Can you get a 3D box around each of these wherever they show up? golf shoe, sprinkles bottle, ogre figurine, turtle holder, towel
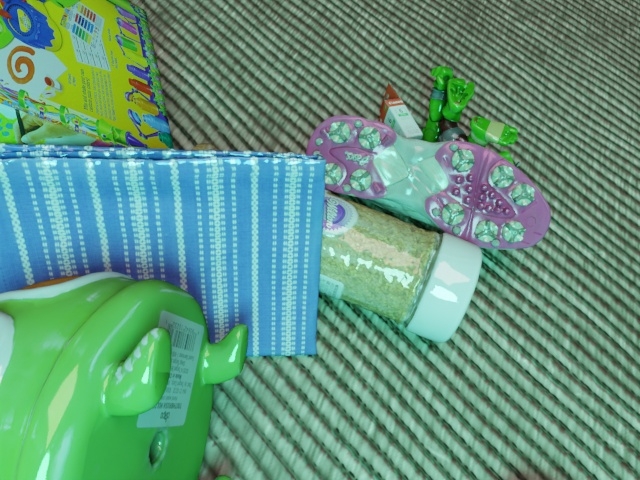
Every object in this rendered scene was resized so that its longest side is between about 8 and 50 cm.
[{"bbox_3d":[0.136,-0.076,0.670,0.306,0.140,0.115,23,96,6],"label":"golf shoe"},{"bbox_3d":[0.000,0.000,0.614,0.355,0.121,0.121,21,57,6],"label":"sprinkles bottle"},{"bbox_3d":[0.194,-0.141,0.732,0.097,0.118,0.197,-31,68,-29],"label":"ogre figurine"},{"bbox_3d":[-0.206,0.184,0.428,0.227,0.320,0.243,5,13,12],"label":"turtle holder"},{"bbox_3d":[-0.163,0.027,0.514,0.336,0.243,0.040,-1,27,-8],"label":"towel"}]

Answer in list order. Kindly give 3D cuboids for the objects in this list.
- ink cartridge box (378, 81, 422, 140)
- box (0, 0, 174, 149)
[{"bbox_3d":[0.107,-0.173,0.773,0.029,0.063,0.115,-14,60,-18],"label":"ink cartridge box"},{"bbox_3d":[-0.340,-0.178,0.569,0.279,0.177,0.290,19,43,-47],"label":"box"}]
